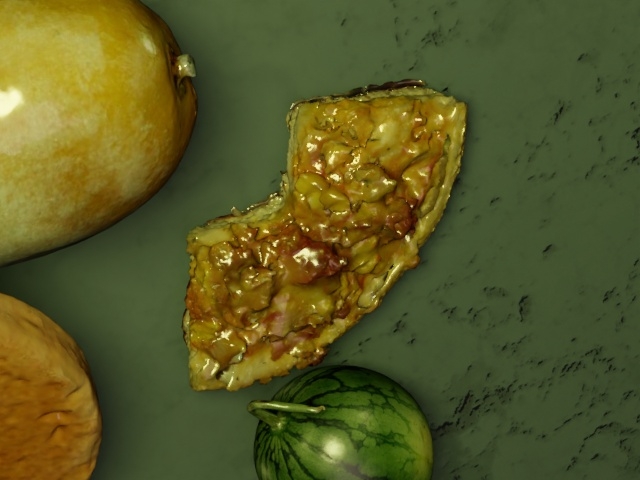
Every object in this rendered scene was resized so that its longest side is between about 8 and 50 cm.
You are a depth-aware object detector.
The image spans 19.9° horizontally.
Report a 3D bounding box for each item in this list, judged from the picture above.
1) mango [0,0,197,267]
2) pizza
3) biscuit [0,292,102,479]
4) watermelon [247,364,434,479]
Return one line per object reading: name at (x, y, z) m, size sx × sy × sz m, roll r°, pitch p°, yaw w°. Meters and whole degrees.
mango at (-0.266, -0.067, 1.181) m, size 0.384 × 0.221 × 0.199 m, roll -18°, pitch 86°, yaw 3°
pizza at (0.000, 0.000, 1.401) m, size 0.305 × 0.085 × 0.161 m, roll -48°, pitch 123°, yaw 4°
biscuit at (-0.341, 0.184, 1.289) m, size 0.350 × 0.078 × 0.455 m, roll 21°, pitch 128°, yaw -32°
watermelon at (0.006, 0.161, 1.456) m, size 0.187 × 0.140 × 0.140 m, roll 34°, pitch 100°, yaw -33°
